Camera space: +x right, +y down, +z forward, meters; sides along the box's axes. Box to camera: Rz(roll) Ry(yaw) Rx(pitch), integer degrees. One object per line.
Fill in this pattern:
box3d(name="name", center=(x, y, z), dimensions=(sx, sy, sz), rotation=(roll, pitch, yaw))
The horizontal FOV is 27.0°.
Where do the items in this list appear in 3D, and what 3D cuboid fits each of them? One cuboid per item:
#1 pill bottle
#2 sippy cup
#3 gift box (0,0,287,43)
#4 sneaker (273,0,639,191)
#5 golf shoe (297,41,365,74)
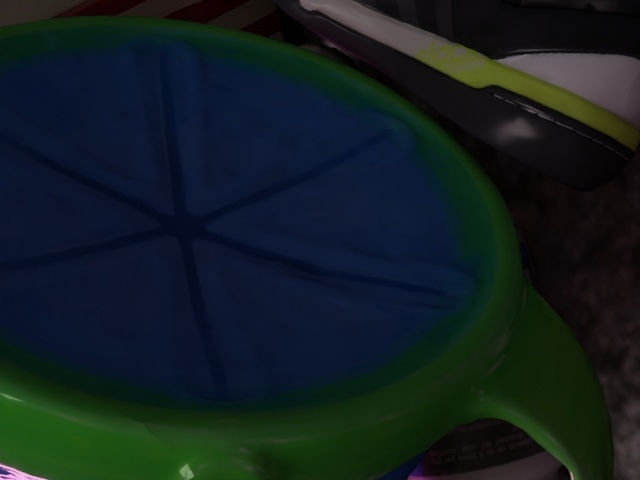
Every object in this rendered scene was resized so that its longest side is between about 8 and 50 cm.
box3d(name="pill bottle", center=(0.066, 0.066, 0.582), dimensions=(0.078, 0.078, 0.137), rotation=(-13, 90, 56))
box3d(name="sippy cup", center=(-0.066, 0.067, 0.508), dimensions=(0.305, 0.240, 0.224), rotation=(46, 136, 35))
box3d(name="gift box", center=(-0.163, -0.102, 0.705), dimensions=(0.255, 0.258, 0.276), rotation=(28, 143, 45))
box3d(name="sneaker", center=(0.063, -0.106, 0.551), dimensions=(0.235, 0.084, 0.097), rotation=(40, 106, 41))
box3d(name="golf shoe", center=(0.000, 0.000, 0.638), dimensions=(0.068, 0.086, 0.186), rotation=(0, 104, 31))
